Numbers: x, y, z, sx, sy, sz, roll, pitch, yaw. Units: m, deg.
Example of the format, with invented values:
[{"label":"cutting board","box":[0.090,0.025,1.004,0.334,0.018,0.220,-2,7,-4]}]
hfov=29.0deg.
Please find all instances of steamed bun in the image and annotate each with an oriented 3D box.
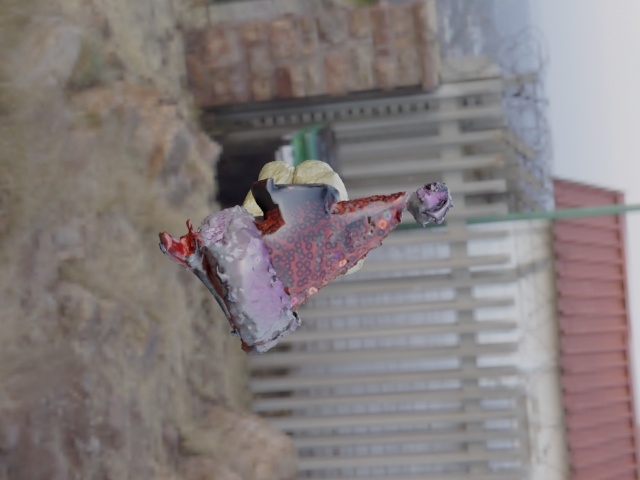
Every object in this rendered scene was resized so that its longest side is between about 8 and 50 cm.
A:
[{"label":"steamed bun","box":[-0.029,-0.041,1.641,0.141,0.172,0.155,77,6,-49]}]

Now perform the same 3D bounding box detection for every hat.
[{"label":"hat","box":[-0.002,-0.004,1.015,0.129,0.227,0.140,-110,175,-61]}]
